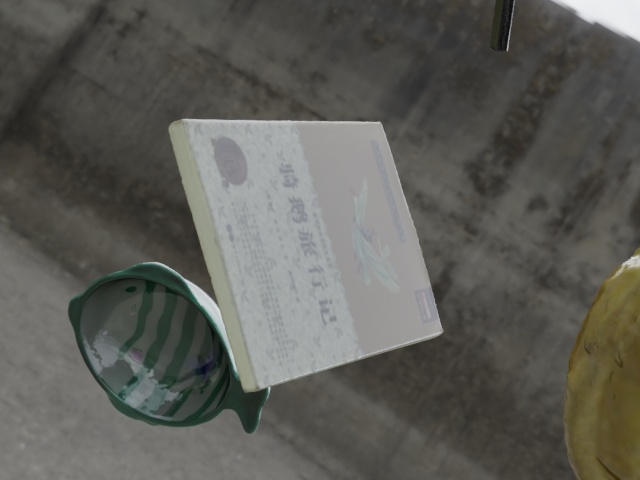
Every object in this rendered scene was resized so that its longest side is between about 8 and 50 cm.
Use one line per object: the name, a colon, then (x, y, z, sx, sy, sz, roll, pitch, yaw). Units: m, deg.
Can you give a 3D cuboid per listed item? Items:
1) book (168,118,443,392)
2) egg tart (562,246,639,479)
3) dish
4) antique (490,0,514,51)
book: (0.000, 0.000, 1.084, 0.021, 0.217, 0.310, -20, -6, 32)
egg tart: (0.266, 0.080, 0.605, 0.290, 0.290, 0.115, 32, 26, -23)
dish: (-0.155, 0.111, 1.387, 0.246, 0.224, 0.078, 27, 35, 11)
antique: (0.201, -0.295, 1.330, 0.015, 0.192, 0.031, 2, 18, -8)
